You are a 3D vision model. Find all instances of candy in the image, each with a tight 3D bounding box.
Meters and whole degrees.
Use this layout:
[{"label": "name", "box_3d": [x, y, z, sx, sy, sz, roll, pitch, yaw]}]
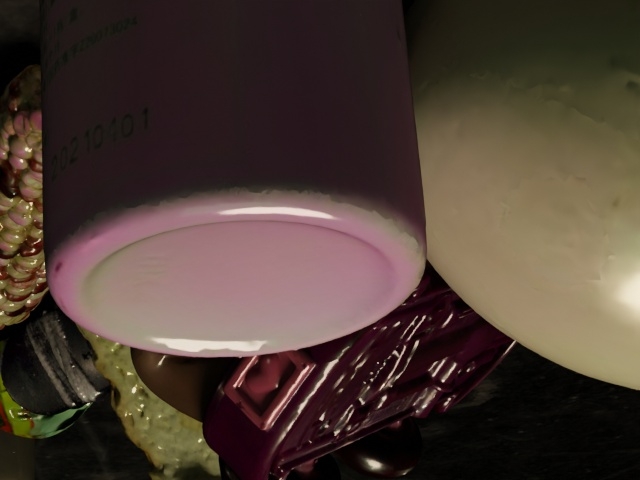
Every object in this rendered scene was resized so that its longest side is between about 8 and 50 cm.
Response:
[{"label": "candy", "box_3d": [-0.132, 0.098, 1.639, 0.305, 0.083, 0.091, -11, 138, -9]}]

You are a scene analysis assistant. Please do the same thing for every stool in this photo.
[{"label": "stool", "box_3d": [-0.292, 0.181, 1.705, 0.096, 0.110, 0.096, -8, 153, -4]}]

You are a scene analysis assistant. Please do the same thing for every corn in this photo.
[{"label": "corn", "box_3d": [-0.204, -0.028, 1.332, 0.092, 0.092, 0.280, 5, 149, -21]}]

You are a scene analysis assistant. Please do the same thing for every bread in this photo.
[{"label": "bread", "box_3d": [-0.098, 0.078, 1.429, 0.128, 0.232, 0.088, -19, -170, 16]}]

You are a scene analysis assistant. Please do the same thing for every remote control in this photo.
[{"label": "remote control", "box_3d": [-0.134, 0.060, 1.520, 0.266, 0.090, 0.066, -26, 173, 27]}]

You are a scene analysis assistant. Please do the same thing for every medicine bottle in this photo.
[{"label": "medicine bottle", "box_3d": [-0.048, -0.105, 0.961, 0.178, 0.290, 0.178, -5, 153, -2]}]

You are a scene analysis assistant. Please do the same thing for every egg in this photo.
[{"label": "egg", "box_3d": [0.191, -0.055, 1.059, 0.345, 0.283, 0.283, 2, 153, -23]}]

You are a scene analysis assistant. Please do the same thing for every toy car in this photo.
[{"label": "toy car", "box_3d": [0.007, 0.009, 1.298, 0.341, 0.240, 0.271, -12, 143, -56]}]
